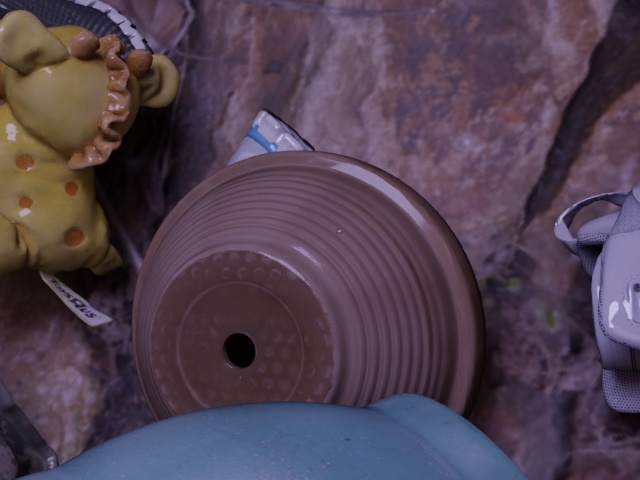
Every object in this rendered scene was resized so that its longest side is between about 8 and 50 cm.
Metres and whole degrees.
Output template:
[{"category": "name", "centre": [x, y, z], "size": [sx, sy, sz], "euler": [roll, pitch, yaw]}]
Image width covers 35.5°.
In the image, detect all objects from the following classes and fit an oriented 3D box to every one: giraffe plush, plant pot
[{"category": "giraffe plush", "centre": [-0.191, -0.069, 0.652], "size": [0.210, 0.181, 0.170], "euler": [29, 107, 8]}, {"category": "plant pot", "centre": [0.008, 0.193, 0.464], "size": [0.196, 0.293, 0.293], "euler": [-28, 70, -23]}, {"category": "plant pot", "centre": [-0.028, 0.061, 0.609], "size": [0.237, 0.110, 0.237], "euler": [1, 92, 22]}]

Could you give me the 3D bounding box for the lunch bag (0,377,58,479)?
[{"category": "lunch bag", "centre": [-0.288, 0.214, 0.558], "size": [0.235, 0.169, 0.287], "euler": [-18, 35, 3]}]

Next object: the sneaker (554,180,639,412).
[{"category": "sneaker", "centre": [0.281, 0.084, 0.566], "size": [0.210, 0.137, 0.366], "euler": [-20, 56, 5]}]

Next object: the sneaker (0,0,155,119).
[{"category": "sneaker", "centre": [-0.220, -0.151, 0.739], "size": [0.234, 0.078, 0.106], "euler": [38, 45, 20]}]

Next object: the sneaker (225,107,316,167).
[{"category": "sneaker", "centre": [0.000, 0.000, 0.693], "size": [0.083, 0.071, 0.190], "euler": [-46, 69, 7]}]
